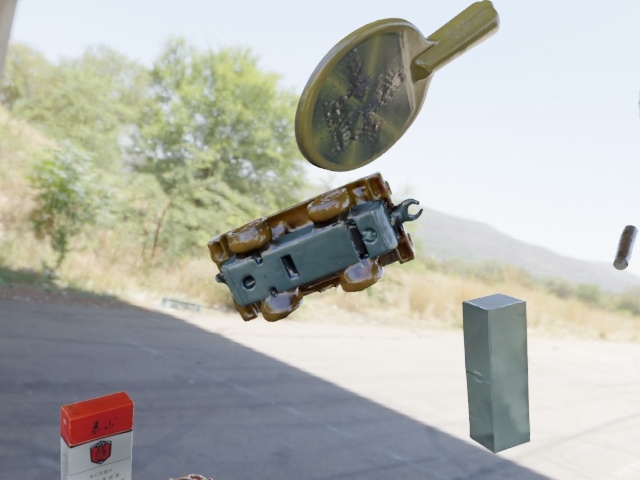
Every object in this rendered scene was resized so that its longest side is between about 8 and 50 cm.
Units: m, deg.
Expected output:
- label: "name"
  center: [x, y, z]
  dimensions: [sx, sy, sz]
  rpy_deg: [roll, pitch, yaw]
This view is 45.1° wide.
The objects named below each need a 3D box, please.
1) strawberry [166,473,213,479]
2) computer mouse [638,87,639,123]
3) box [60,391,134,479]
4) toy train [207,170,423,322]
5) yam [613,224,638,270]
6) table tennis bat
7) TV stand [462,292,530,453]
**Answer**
- label: "strawberry"
  center: [-0.115, 0.344, 0.772]
  dimensions: [0.253, 0.280, 0.150]
  rpy_deg: [-20, -47, 21]
- label: "computer mouse"
  center: [0.484, -0.086, 0.944]
  dimensions: [0.116, 0.323, 0.183]
  rpy_deg: [-30, 0, 16]
- label: "box"
  center: [-0.337, 0.312, 1.163]
  dimensions: [0.100, 0.152, 0.048]
  rpy_deg: [-10, 28, -38]
- label: "toy train"
  center: [0.000, 0.000, 1.311]
  dimensions: [0.369, 0.163, 0.232]
  rpy_deg: [-21, 11, 12]
- label: "yam"
  center: [0.568, 0.013, 1.438]
  dimensions: [0.032, 0.032, 0.145]
  rpy_deg: [12, 31, 23]
- label: "table tennis bat"
  center: [0.097, -0.205, 0.956]
  dimensions: [0.050, 0.320, 0.198]
  rpy_deg: [43, -20, 35]
- label: "TV stand"
  center: [0.319, 0.240, 1.402]
  dimensions: [0.088, 0.270, 0.082]
  rpy_deg: [-10, 11, -25]
